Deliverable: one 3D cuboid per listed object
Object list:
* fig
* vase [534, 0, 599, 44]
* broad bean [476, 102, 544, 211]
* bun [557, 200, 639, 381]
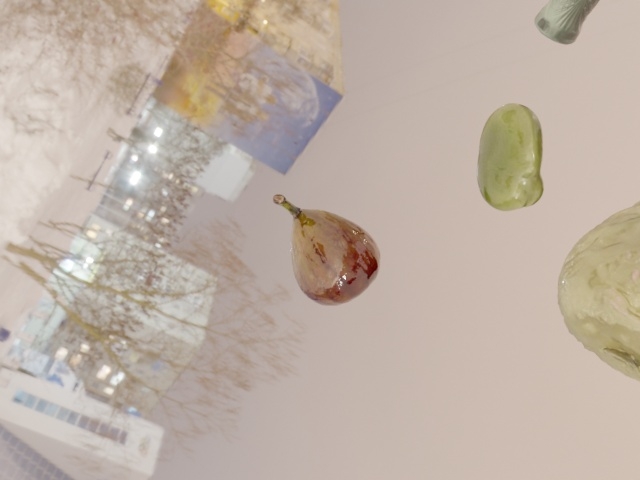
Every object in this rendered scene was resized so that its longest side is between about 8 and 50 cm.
[{"bbox_3d":[0.000,0.000,0.602,0.089,0.125,0.089,-32,-167,8],"label":"fig"},{"bbox_3d":[0.411,-0.407,0.948,0.096,0.096,0.219,-80,-168,-45],"label":"vase"},{"bbox_3d":[0.149,-0.065,0.495,0.063,0.045,0.083,-172,-102,-71],"label":"broad bean"},{"bbox_3d":[0.376,0.038,0.670,0.243,0.244,0.153,-83,169,-49],"label":"bun"}]
